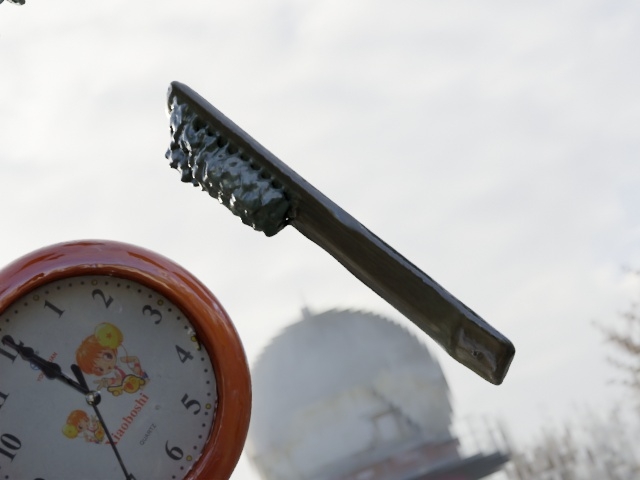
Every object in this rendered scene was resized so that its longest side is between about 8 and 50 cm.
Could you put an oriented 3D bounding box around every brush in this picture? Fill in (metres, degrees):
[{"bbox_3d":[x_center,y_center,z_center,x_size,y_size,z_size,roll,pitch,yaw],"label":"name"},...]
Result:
[{"bbox_3d":[0.000,0.000,0.751,0.027,0.190,0.034,-42,-18,-30],"label":"brush"}]

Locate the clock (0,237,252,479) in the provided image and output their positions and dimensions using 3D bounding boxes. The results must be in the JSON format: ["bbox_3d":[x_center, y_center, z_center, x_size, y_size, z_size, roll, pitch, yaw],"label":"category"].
[{"bbox_3d":[-0.146,0.101,1.150,0.205,0.205,0.051,-18,-2,-11],"label":"clock"}]

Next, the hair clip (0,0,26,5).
[{"bbox_3d":[-0.201,-0.177,1.051,0.039,0.030,0.115,-46,-39,-44],"label":"hair clip"}]
